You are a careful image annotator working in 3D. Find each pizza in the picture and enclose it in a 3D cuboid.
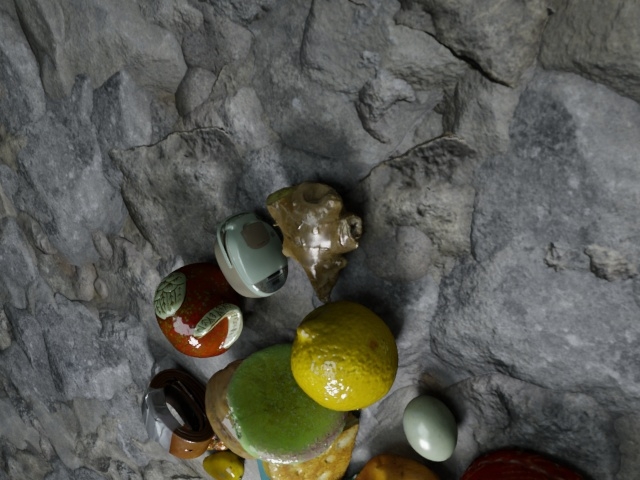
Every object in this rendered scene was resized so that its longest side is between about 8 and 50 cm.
[{"bbox_3d":[-0.045,0.550,1.397,0.087,0.268,0.258,40,128,44],"label":"pizza"}]

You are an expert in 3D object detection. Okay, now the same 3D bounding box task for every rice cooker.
[{"bbox_3d":[-0.164,0.037,1.318,0.127,0.145,0.206,-30,90,47],"label":"rice cooker"}]

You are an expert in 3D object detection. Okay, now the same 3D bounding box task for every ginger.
[{"bbox_3d":[0.000,0.000,1.216,0.219,0.123,0.270,-7,116,37],"label":"ginger"}]

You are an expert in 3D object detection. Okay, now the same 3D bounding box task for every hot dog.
[{"bbox_3d":[-0.357,0.603,1.734,0.191,0.059,0.108,-17,105,33],"label":"hot dog"}]

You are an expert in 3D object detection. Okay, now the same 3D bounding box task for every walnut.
[{"bbox_3d":[-0.172,0.425,1.437,0.261,0.225,0.225,47,127,14],"label":"walnut"}]

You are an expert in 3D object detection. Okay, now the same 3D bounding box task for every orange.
[{"bbox_3d":[0.186,0.635,1.318,0.249,0.183,0.249,19,136,20],"label":"orange"}]

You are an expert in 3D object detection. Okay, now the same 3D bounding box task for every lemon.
[{"bbox_3d":[0.049,0.246,1.210,0.228,0.228,0.253,3,146,31],"label":"lemon"}]

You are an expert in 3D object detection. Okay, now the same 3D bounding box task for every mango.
[{"bbox_3d":[-0.297,0.691,1.722,0.161,0.076,0.103,-10,109,38],"label":"mango"}]

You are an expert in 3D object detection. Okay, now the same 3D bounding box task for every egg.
[{"bbox_3d":[0.243,0.414,1.241,0.114,0.114,0.152,-21,103,36],"label":"egg"}]

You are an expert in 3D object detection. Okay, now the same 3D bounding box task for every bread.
[{"bbox_3d":[-0.072,0.367,1.316,0.301,0.301,0.045,30,147,18],"label":"bread"}]

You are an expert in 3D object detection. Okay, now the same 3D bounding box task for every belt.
[{"bbox_3d":[-0.411,0.502,1.636,0.261,0.184,0.105,45,128,23],"label":"belt"}]

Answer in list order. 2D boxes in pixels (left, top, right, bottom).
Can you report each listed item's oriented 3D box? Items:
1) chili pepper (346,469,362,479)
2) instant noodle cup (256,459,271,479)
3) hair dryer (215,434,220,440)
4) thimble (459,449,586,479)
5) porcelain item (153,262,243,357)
[{"bbox_3d":[0.082,0.710,1.501,0.122,0.065,0.279,9,117,17],"label":"chili pepper"},{"bbox_3d":[-0.115,0.633,1.589,0.157,0.070,0.179,4,113,32],"label":"instant noodle cup"},{"bbox_3d":[-0.274,0.496,1.625,0.154,0.106,0.054,49,134,36],"label":"hair dryer"},{"bbox_3d":[0.420,0.627,1.154,0.350,0.230,0.350,14,118,28],"label":"thimble"},{"bbox_3d":[-0.279,0.154,1.397,0.253,0.253,0.253,13,116,27],"label":"porcelain item"}]
